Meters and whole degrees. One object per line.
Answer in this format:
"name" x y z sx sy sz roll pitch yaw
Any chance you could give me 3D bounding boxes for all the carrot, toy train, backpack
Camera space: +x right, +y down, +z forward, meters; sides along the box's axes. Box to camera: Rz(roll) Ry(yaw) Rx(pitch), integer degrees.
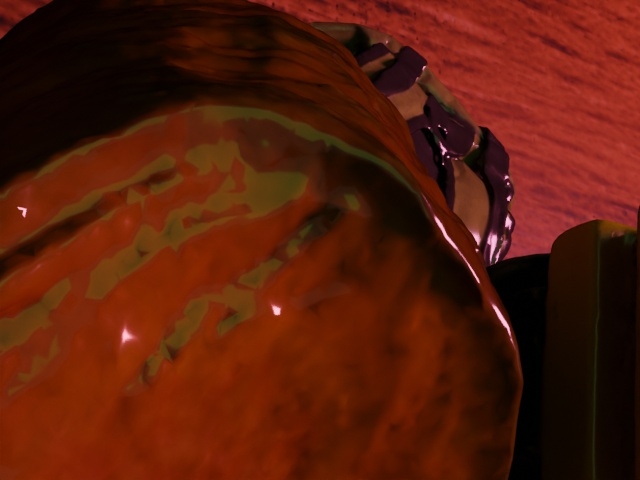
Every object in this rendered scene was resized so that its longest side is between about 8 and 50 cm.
"carrot" -0.055 0.042 0.569 0.241 0.241 0.341 44 13 -19
"toy train" 0.262 0.092 0.734 0.442 0.272 0.179 14 69 -24
"backpack" 0.000 0.000 0.819 0.207 0.140 0.253 49 55 -18
